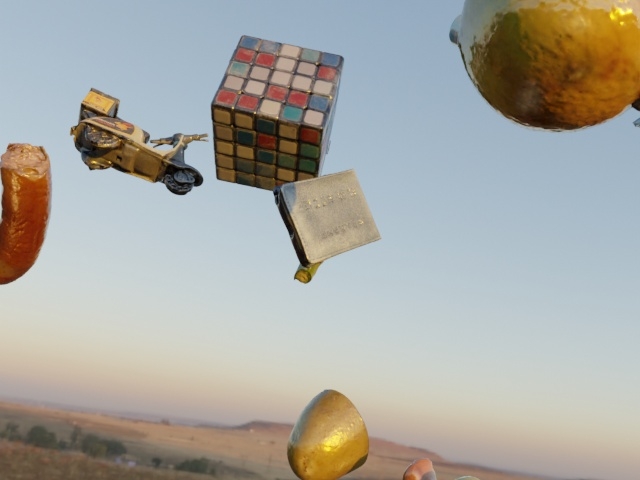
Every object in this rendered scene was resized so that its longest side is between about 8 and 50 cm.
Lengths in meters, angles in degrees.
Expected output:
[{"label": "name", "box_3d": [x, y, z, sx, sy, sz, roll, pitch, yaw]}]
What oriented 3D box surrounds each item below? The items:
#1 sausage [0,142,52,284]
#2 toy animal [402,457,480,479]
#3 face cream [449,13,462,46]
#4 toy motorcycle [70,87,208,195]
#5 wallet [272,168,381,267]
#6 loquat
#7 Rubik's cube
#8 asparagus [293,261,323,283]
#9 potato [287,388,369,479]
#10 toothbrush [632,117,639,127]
[{"label": "sausage", "box_3d": [-0.499, -0.024, 1.059, 0.103, 0.076, 0.302, 40, -55, 10]}, {"label": "toy animal", "box_3d": [0.267, 0.562, 1.183, 0.191, 0.216, 0.338, -10, 17, -38]}, {"label": "face cream", "box_3d": [0.366, -0.397, 1.318, 0.075, 0.075, 0.229, 30, 11, -50]}, {"label": "toy motorcycle", "box_3d": [-0.339, -0.179, 1.223, 0.263, 0.157, 0.091, 23, -44, -10]}, {"label": "wallet", "box_3d": [0.017, -0.048, 1.256, 0.222, 0.167, 0.036, -18, -5, -41]}, {"label": "loquat", "box_3d": [0.266, -0.207, 0.663, 0.246, 0.213, 0.213, 45, -6, 21]}, {"label": "Rubik's cube", "box_3d": [-0.113, -0.324, 1.711, 0.293, 0.292, 0.287, 14, -35, 3]}, {"label": "asparagus", "box_3d": [-0.001, -0.001, 1.920, 0.067, 0.277, 0.060, 15, -16, 26]}, {"label": "potato", "box_3d": [-0.003, 0.449, 1.411, 0.178, 0.203, 0.158, 42, 38, 24]}, {"label": "toothbrush", "box_3d": [0.871, -0.264, 1.603, 0.040, 0.040, 0.386, 9, 22, 0]}]
